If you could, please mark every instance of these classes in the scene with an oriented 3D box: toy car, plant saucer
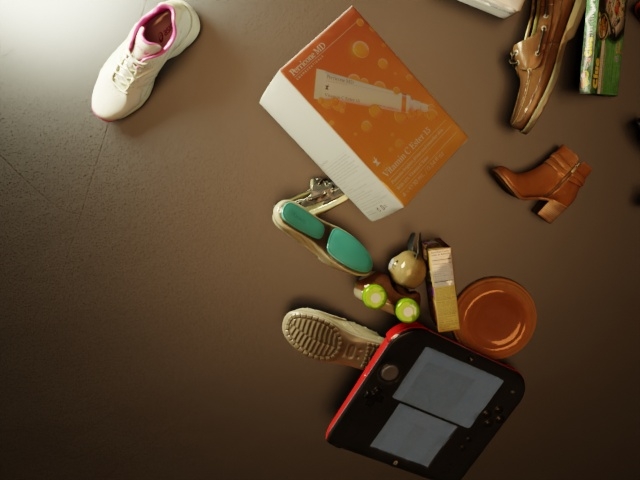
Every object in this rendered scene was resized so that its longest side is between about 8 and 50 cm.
[{"bbox_3d":[0.170,0.066,1.309,0.148,0.155,0.189,23,90,-4],"label":"toy car"},{"bbox_3d":[0.403,0.184,1.383,0.199,0.037,0.200,0,101,0],"label":"plant saucer"}]

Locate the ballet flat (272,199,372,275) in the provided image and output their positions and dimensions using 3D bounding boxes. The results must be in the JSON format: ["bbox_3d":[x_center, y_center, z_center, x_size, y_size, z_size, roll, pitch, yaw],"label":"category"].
[{"bbox_3d":[0.000,0.000,1.275,0.248,0.086,0.086,37,99,-14],"label":"ballet flat"}]

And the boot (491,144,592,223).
[{"bbox_3d":[0.481,-0.147,1.304,0.197,0.073,0.152,33,101,-18],"label":"boot"}]

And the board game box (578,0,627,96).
[{"bbox_3d":[0.584,-0.431,1.229,0.136,0.030,0.260,-8,104,-43],"label":"board game box"}]

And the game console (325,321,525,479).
[{"bbox_3d":[0.249,0.382,1.363,0.386,0.060,0.342,27,100,-20],"label":"game console"}]

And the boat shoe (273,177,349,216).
[{"bbox_3d":[-0.002,-0.101,1.307,0.223,0.080,0.073,-30,104,10],"label":"boat shoe"}]

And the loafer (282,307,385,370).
[{"bbox_3d":[0.039,0.226,1.362,0.268,0.092,0.102,23,99,-7],"label":"loafer"}]

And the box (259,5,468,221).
[{"bbox_3d":[0.084,-0.243,1.200,0.345,0.168,0.215,46,72,-8],"label":"box"}]

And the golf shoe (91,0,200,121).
[{"bbox_3d":[-0.378,-0.373,1.226,0.115,0.140,0.306,39,100,-8],"label":"golf shoe"}]

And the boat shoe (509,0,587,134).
[{"bbox_3d":[0.444,-0.379,1.247,0.104,0.111,0.308,20,91,0],"label":"boat shoe"}]

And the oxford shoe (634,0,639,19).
[{"bbox_3d":[0.787,-0.435,1.236,0.271,0.097,0.098,39,93,-7],"label":"oxford shoe"}]

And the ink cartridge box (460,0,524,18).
[{"bbox_3d":[0.355,-0.594,1.201,0.171,0.100,0.237,20,99,-4],"label":"ink cartridge box"}]

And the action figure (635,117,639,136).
[{"bbox_3d":[0.772,-0.146,1.291,0.185,0.099,0.285,-28,103,0],"label":"action figure"}]

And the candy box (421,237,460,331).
[{"bbox_3d":[0.265,0.097,1.330,0.053,0.109,0.187,-7,100,1],"label":"candy box"}]
